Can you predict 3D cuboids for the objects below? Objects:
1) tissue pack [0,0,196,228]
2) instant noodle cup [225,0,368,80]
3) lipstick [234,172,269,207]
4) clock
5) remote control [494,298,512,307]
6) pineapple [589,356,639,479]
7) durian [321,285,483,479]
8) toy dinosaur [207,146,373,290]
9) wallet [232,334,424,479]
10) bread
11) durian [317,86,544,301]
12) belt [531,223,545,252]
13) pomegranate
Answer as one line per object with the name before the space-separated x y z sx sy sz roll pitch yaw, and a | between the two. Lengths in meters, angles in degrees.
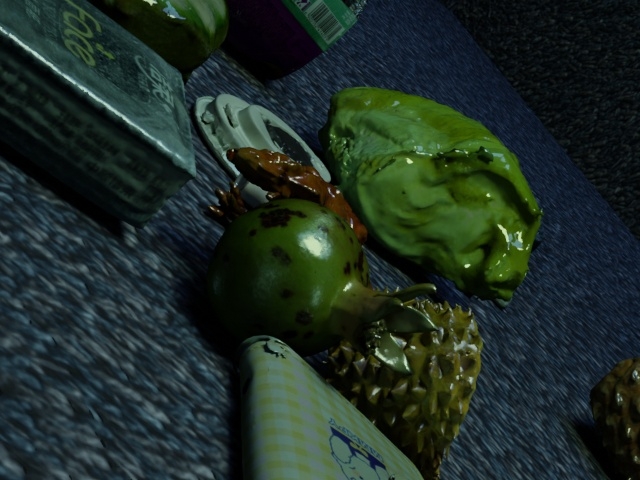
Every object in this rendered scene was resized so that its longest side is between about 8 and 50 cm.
tissue pack | -0.261 -0.166 1.320 0.315 0.103 0.228 36 20 -27
instant noodle cup | -0.060 -0.359 2.096 0.190 0.251 0.251 49 14 -20
lipstick | -0.036 -0.029 1.663 0.141 0.040 0.040 39 17 -24
clock | -0.053 -0.099 1.776 0.236 0.053 0.236 40 16 -14
remote control | 0.236 0.050 2.194 0.124 0.018 0.053 47 16 7
pineapple | 0.486 0.317 1.920 0.202 0.202 0.362 23 45 -53
durian | 0.083 0.127 1.393 0.165 0.182 0.132 21 -26 31
toy dinosaur | 0.000 0.000 1.525 0.208 0.097 0.432 32 -10 43
wallet | 0.023 0.215 1.163 0.223 0.077 0.309 37 17 -17
bread | -0.271 -0.335 1.667 0.382 0.129 0.366 32 21 -37
durian | 0.135 -0.087 1.955 0.255 0.204 0.340 22 25 -30
belt | 0.255 -0.047 2.282 0.218 0.128 0.122 37 18 -24
pomegranate | 0.001 0.036 1.316 0.156 0.220 0.156 2 90 -65
